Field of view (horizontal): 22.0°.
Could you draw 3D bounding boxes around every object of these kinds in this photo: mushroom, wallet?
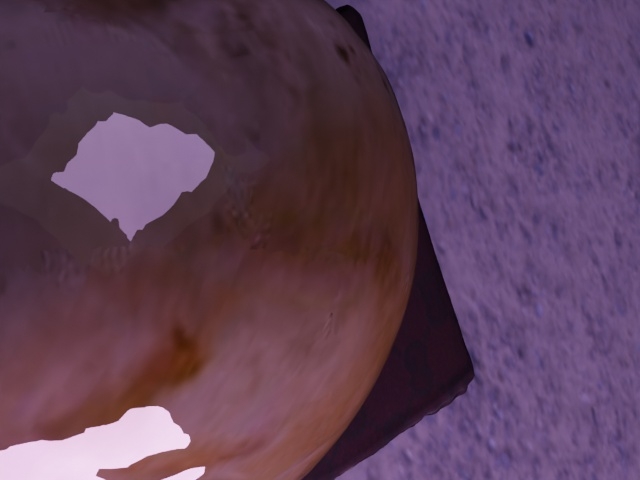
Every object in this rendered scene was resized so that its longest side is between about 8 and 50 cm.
[{"bbox_3d":[-0.118,-0.027,0.562,0.292,0.292,0.290,9,53,-50],"label":"mushroom"},{"bbox_3d":[0.000,0.000,0.864,0.182,0.049,0.229,-29,102,-52],"label":"wallet"}]
